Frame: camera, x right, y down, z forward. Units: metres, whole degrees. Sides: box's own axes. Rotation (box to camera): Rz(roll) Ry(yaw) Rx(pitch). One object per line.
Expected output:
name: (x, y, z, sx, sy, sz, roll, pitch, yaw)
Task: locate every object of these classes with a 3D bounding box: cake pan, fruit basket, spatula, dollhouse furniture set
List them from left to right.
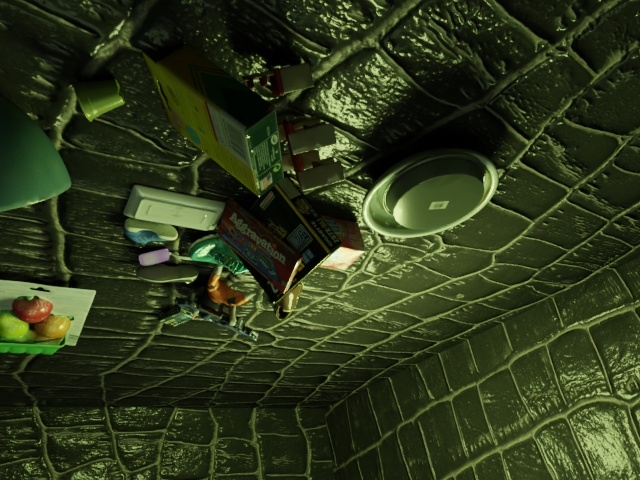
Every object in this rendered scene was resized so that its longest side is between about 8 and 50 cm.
fruit basket: (-0.997, 0.252, 1.664, 0.326, 0.165, 0.353, 11, 127, -32)
spatula: (-0.443, 0.054, 1.583, 0.296, 0.030, 0.084, -1, 148, -16)
dollhouse furniture set: (-0.068, -0.240, 1.035, 0.135, 0.262, 0.259, -17, 110, -8)
cake pan: (0.319, -0.121, 1.317, 0.293, 0.054, 0.293, -8, 149, -5)

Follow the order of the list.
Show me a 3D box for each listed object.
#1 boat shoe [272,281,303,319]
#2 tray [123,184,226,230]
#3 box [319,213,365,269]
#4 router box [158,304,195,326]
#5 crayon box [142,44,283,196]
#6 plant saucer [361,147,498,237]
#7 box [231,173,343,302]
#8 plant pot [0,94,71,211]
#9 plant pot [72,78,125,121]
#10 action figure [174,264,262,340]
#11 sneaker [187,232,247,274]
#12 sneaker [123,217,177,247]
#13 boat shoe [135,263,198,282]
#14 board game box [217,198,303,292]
boat shoe: (-0.125, 0.241, 1.916, 0.095, 0.095, 0.257, 2, 146, -19)
tray: (-0.414, -0.082, 1.376, 0.270, 0.030, 0.145, 10, 142, -30)
box: (0.000, 0.000, 1.539, 0.256, 0.123, 0.128, 11, 142, -30)
router box: (-0.583, 0.306, 1.939, 0.122, 0.038, 0.092, -24, 145, 21)
crayon box: (-0.216, -0.256, 0.979, 0.081, 0.318, 0.202, -42, 157, -22)
plant saucer: (0.311, -0.154, 1.407, 0.400, 0.101, 0.401, -7, 148, -4)
box: (-0.117, 0.005, 1.398, 0.079, 0.257, 0.322, -35, 174, -47)
plant pot: (-0.680, -0.182, 0.950, 0.290, 0.290, 0.196, -6, 112, -7)
plant pot: (-0.452, -0.298, 0.984, 0.079, 0.083, 0.083, -19, 150, -10)
action figure: (-0.333, 0.219, 1.756, 0.341, 0.179, 0.330, 34, 136, -23)
sneaker: (-0.288, 0.050, 1.540, 0.275, 0.110, 0.107, 7, 132, -28)
sneaker: (-0.510, -0.015, 1.425, 0.152, 0.058, 0.085, 11, 137, -24)
boat shoe: (-0.526, 0.123, 1.630, 0.206, 0.075, 0.065, 2, 144, -28)
board game box: (-0.182, 0.015, 1.383, 0.027, 0.281, 0.145, -33, 156, -47)
